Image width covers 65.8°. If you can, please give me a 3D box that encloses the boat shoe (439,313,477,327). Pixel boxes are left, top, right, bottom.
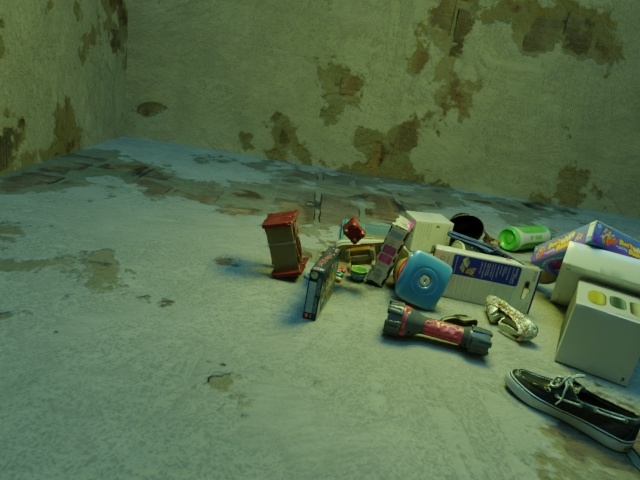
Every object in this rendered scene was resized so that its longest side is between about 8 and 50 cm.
[{"bbox_3d":[0.423,0.259,1.548,0.152,0.056,0.049,9,11,-31],"label":"boat shoe"}]

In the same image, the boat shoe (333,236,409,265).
[{"bbox_3d":[0.204,0.031,1.996,0.302,0.113,0.103,7,25,-6],"label":"boat shoe"}]

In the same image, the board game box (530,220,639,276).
[{"bbox_3d":[0.950,0.062,1.749,0.233,0.078,0.347,26,-18,-2],"label":"board game box"}]

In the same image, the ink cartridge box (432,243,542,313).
[{"bbox_3d":[0.575,0.138,1.770,0.371,0.176,0.069,13,18,8],"label":"ink cartridge box"}]

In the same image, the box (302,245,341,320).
[{"bbox_3d":[0.007,0.128,1.551,0.044,0.159,0.233,13,19,11],"label":"box"}]

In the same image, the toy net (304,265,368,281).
[{"bbox_3d":[0.052,0.109,1.803,0.232,0.045,0.122,3,21,-18],"label":"toy net"}]

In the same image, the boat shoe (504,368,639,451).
[{"bbox_3d":[0.603,0.378,1.200,0.113,0.105,0.306,-7,25,-40],"label":"boat shoe"}]

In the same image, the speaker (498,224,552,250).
[{"bbox_3d":[1.041,-0.014,2.510,0.296,0.131,0.131,-3,23,-33],"label":"speaker"}]

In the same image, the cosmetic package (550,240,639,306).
[{"bbox_3d":[0.969,0.158,1.702,0.284,0.097,0.377,17,-20,25],"label":"cosmetic package"}]

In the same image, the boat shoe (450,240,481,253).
[{"bbox_3d":[0.611,0.094,2.000,0.113,0.127,0.340,18,10,-7],"label":"boat shoe"}]

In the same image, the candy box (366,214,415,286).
[{"bbox_3d":[0.258,0.036,1.808,0.071,0.233,0.159,26,21,11],"label":"candy box"}]

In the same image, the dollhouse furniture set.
[{"bbox_3d":[0.000,0.000,1.718,0.374,0.201,0.152,-5,18,8],"label":"dollhouse furniture set"}]

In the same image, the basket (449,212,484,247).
[{"bbox_3d":[0.697,-0.061,2.442,0.204,0.154,0.227,-22,3,17],"label":"basket"}]

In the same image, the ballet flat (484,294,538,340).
[{"bbox_3d":[0.601,0.250,1.614,0.077,0.091,0.241,-20,24,-14],"label":"ballet flat"}]

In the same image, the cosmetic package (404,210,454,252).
[{"bbox_3d":[0.485,-0.038,2.269,0.183,0.151,0.151,4,20,-12],"label":"cosmetic package"}]

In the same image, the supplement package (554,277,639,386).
[{"bbox_3d":[0.853,0.266,1.500,0.199,0.198,0.262,19,22,25],"label":"supplement package"}]

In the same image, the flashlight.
[{"bbox_3d":[0.338,0.258,1.433,0.304,0.103,0.103,14,46,11],"label":"flashlight"}]

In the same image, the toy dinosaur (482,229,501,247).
[{"bbox_3d":[0.826,-0.005,2.435,0.112,0.064,0.211,33,-7,25],"label":"toy dinosaur"}]

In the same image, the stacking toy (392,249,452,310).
[{"bbox_3d":[0.324,0.119,1.770,0.166,0.175,0.302,27,2,-9],"label":"stacking toy"}]

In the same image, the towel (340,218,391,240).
[{"bbox_3d":[0.225,-0.013,2.248,0.271,0.040,0.370,9,19,2],"label":"towel"}]

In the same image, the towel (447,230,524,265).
[{"bbox_3d":[0.728,0.046,2.181,0.336,0.040,0.243,21,5,-44],"label":"towel"}]

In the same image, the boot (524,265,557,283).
[{"bbox_3d":[0.822,0.139,1.984,0.165,0.077,0.213,0,-1,-23],"label":"boot"}]
